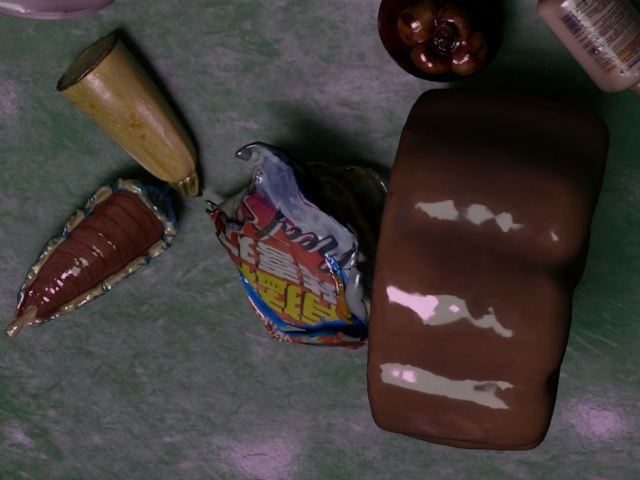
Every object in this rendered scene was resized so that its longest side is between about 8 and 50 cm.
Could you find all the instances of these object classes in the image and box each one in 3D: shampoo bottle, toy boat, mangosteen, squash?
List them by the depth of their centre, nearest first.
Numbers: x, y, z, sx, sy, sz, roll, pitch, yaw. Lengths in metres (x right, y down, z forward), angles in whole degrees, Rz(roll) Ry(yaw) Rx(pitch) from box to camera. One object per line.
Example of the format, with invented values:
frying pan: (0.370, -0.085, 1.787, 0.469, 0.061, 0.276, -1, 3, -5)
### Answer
shampoo bottle: (0.291, -0.198, 1.816, 0.079, 0.079, 0.162, -31, 108, 36)
mangosteen: (0.122, -0.215, 1.838, 0.140, 0.140, 0.140, 11, 127, 15)
squash: (-0.202, -0.128, 2.083, 0.094, 0.094, 0.224, -21, 121, 33)
toy boat: (-0.276, 0.015, 2.201, 0.108, 0.099, 0.293, 45, 121, -12)

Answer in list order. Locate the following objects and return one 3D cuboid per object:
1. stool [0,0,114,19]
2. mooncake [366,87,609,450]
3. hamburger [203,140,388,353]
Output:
stool: (-0.290, -0.357, 1.882, 0.195, 0.195, 0.198, 18, 123, 11)
mooncake: (0.175, 0.032, 1.851, 0.201, 0.378, 0.378, 8, 126, 11)
hamburger: (0.008, 0.000, 2.050, 0.260, 0.150, 0.276, 51, 152, 5)
